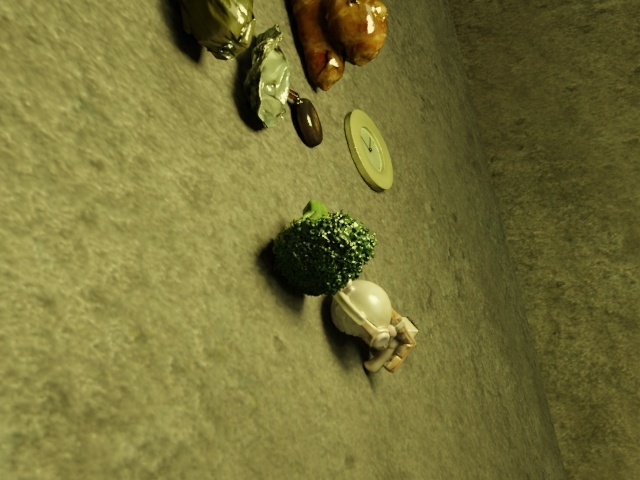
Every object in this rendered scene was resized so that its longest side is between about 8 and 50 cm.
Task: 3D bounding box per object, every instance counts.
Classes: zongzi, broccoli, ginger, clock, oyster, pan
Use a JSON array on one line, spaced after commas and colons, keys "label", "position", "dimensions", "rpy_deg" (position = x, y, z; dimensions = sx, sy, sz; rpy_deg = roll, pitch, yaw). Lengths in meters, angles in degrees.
[{"label": "zongzi", "position": [-0.229, -0.476, 1.416], "dimensions": [0.274, 0.125, 0.251], "rpy_deg": [41, 30, -45]}, {"label": "broccoli", "position": [0.000, 0.000, 1.482], "dimensions": [0.194, 0.220, 0.194], "rpy_deg": [13, 36, -9]}, {"label": "ginger", "position": [0.038, -0.595, 1.965], "dimensions": [0.176, 0.254, 0.418], "rpy_deg": [23, 46, -52]}, {"label": "clock", "position": [0.130, -0.242, 2.135], "dimensions": [0.235, 0.029, 0.235], "rpy_deg": [44, 34, -41]}, {"label": "oyster", "position": [-0.108, -0.344, 1.619], "dimensions": [0.199, 0.087, 0.252], "rpy_deg": [19, 61, -73]}, {"label": "pan", "position": [-0.048, -0.306, 1.780], "dimensions": [0.212, 0.040, 0.115], "rpy_deg": [56, 22, -31]}]

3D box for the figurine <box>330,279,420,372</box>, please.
[{"label": "figurine", "position": [0.094, 0.166, 1.624], "dimensions": [0.237, 0.141, 0.162], "rpy_deg": [45, 5, -40]}]
